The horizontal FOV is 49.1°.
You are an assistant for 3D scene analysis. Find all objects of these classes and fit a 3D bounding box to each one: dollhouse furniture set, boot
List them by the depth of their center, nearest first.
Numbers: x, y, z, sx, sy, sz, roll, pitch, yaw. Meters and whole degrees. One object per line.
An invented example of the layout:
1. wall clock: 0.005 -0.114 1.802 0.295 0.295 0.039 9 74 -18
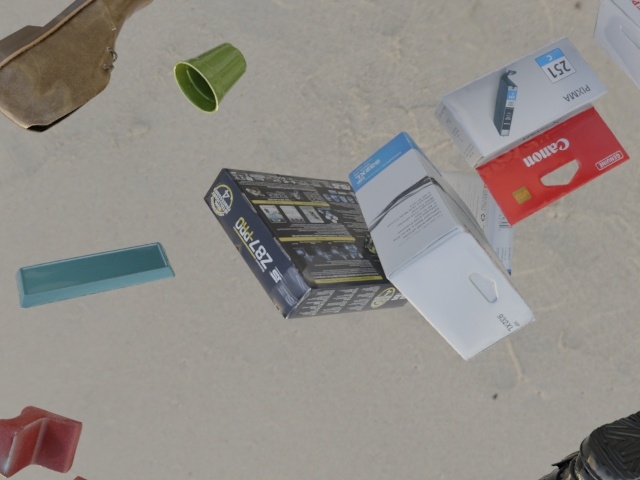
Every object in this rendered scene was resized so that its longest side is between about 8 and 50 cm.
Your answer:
1. dollhouse furniture set: -0.286 0.338 0.783 0.152 0.201 0.374 20 136 12
2. boot: -0.310 -0.255 0.932 0.115 0.305 0.112 48 147 -14
3. boot: 0.552 0.429 1.293 0.131 0.348 0.260 -113 31 -41

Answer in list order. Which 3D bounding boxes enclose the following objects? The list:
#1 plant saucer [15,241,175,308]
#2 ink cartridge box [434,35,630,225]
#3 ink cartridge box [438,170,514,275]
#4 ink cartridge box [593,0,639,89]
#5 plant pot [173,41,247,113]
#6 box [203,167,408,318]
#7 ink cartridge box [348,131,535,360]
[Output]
1. plant saucer: -0.290 0.040 0.906 0.067 0.192 0.018 -123 31 -42
2. ink cartridge box: 0.403 -0.208 1.291 0.261 0.296 0.066 59 165 12
3. ink cartridge box: 0.317 0.000 1.541 0.072 0.307 0.303 -2 99 -15
4. ink cartridge box: 0.666 -0.389 1.247 0.117 0.278 0.201 76 171 -56
5. plant pot: -0.146 -0.231 0.966 0.083 0.079 0.083 33 152 20
6. box: 0.000 0.000 1.422 0.318 0.395 0.097 51 119 27
7. ink cartridge box: 0.180 0.001 1.100 0.129 0.307 0.223 -36 121 14
